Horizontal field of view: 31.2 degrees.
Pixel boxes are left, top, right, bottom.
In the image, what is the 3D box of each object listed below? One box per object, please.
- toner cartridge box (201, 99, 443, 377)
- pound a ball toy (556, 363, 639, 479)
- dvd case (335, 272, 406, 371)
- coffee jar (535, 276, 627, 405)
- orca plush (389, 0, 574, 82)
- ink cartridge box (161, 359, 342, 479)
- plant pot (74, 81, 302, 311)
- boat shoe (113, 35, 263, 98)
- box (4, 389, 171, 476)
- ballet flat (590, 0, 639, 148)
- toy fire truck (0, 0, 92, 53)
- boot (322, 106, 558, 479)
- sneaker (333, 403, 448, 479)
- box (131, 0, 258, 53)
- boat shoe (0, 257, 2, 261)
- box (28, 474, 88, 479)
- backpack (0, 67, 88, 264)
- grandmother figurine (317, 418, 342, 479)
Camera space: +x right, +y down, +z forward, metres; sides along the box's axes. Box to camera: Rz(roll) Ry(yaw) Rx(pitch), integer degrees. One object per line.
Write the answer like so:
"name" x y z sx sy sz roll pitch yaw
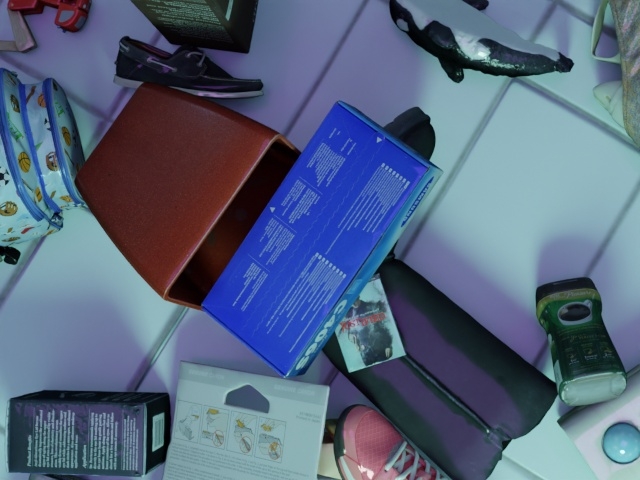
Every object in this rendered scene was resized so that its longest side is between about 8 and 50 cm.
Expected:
"toner cartridge box" 0.000 0.000 1.567 0.165 0.075 0.348 38 101 18
"pound a ball toy" 0.526 0.255 1.614 0.319 0.136 0.208 -34 85 3
"dvd case" 0.061 0.115 1.600 0.087 0.013 0.119 -18 88 12
"coffee jar" 0.364 0.138 1.624 0.096 0.079 0.184 -10 48 4
"orca plush" 0.229 -0.285 1.711 0.287 0.102 0.151 14 44 -4
"ink cartridge box" -0.099 0.319 1.627 0.296 0.066 0.261 4 82 40
"plant pot" -0.187 -0.074 1.648 0.235 0.267 0.267 35 91 18
"boat shoe" -0.197 -0.256 1.728 0.233 0.084 0.079 11 100 7
"box" -0.338 0.280 1.685 0.207 0.153 0.108 0 88 6
"ballet flat" 0.451 -0.253 1.675 0.106 0.107 0.316 -6 81 25
"toy fire truck" -0.463 -0.342 1.779 0.192 0.047 0.135 18 89 5
"boot" 0.169 0.085 1.645 0.445 0.146 0.367 44 102 10
"sneaker" 0.144 0.349 1.611 0.136 0.116 0.314 -22 108 45
"box" -0.172 -0.394 1.588 0.143 0.381 0.191 9 89 3
"boat shoe" -0.559 0.030 1.768 0.135 0.050 0.045 -11 92 5
"box" -0.381 0.478 1.727 0.183 0.056 0.231 18 89 5
"backpack" -0.453 -0.124 1.660 0.213 0.263 0.277 -20 85 4
"grandmother figurine" 0.012 0.436 1.675 0.207 0.104 0.343 1 90 2
